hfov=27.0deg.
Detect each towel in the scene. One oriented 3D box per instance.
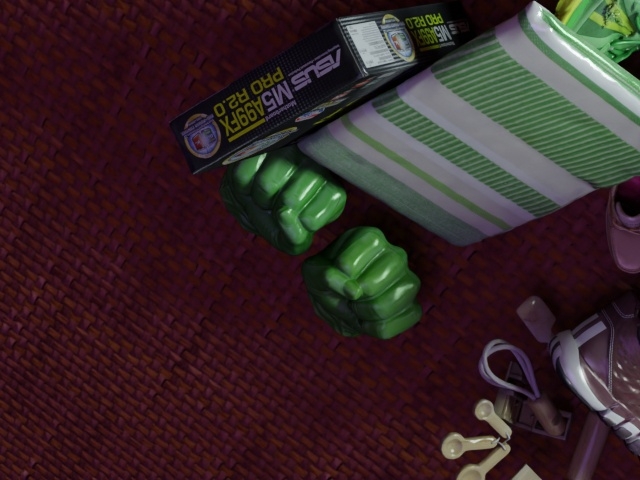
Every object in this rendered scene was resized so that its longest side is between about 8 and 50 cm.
[{"bbox_3d":[0.172,-0.100,1.319,0.248,0.038,0.325,30,145,-28],"label":"towel"}]

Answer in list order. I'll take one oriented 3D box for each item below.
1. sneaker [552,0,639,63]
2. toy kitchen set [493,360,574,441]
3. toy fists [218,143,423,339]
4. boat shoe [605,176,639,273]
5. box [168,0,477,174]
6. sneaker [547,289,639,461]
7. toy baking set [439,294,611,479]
[{"bbox_3d":[0.290,-0.216,1.260,0.123,0.109,0.295,30,125,7],"label":"sneaker"},{"bbox_3d":[0.246,0.182,1.518,0.075,0.083,0.068,13,80,25],"label":"toy kitchen set"},{"bbox_3d":[0.000,0.000,1.482,0.279,0.096,0.142,50,150,-6],"label":"toy fists"},{"bbox_3d":[0.322,-0.036,1.373,0.063,0.059,0.170,8,119,20],"label":"boat shoe"},{"bbox_3d":[0.012,-0.155,1.317,0.216,0.270,0.060,-27,88,32],"label":"box"},{"bbox_3d":[0.388,0.162,1.429,0.162,0.106,0.281,-43,110,13],"label":"sneaker"},{"bbox_3d":[0.241,0.198,1.478,0.197,0.030,0.256,19,98,-24],"label":"toy baking set"}]
